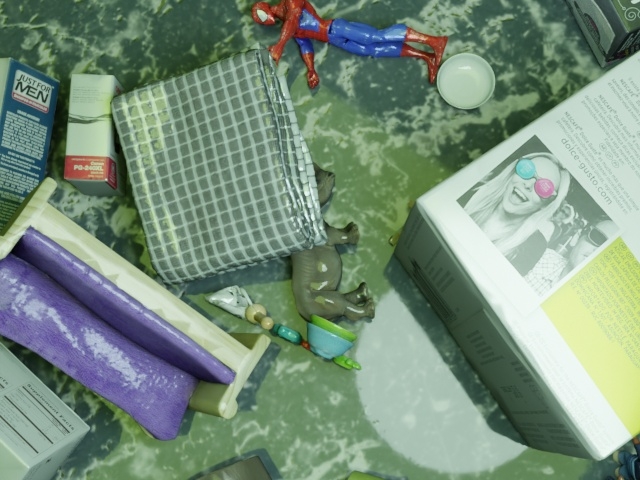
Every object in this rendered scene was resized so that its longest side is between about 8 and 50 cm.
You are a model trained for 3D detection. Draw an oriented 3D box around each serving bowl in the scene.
[{"bbox_3d":[0.208,-0.226,1.350,0.083,0.027,0.083,0,82,1],"label":"serving bowl"}]

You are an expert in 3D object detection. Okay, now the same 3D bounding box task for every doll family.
[{"bbox_3d":[0.417,0.354,1.217,0.076,0.111,0.193,-19,81,-2],"label":"doll family"}]

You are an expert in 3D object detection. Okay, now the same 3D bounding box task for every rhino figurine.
[{"bbox_3d":[0.000,0.000,1.297,0.106,0.073,0.243,-11,80,-4],"label":"rhino figurine"}]

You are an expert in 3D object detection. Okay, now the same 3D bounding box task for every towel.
[{"bbox_3d":[-0.138,-0.099,1.239,0.235,0.121,0.284,-16,88,23],"label":"towel"}]

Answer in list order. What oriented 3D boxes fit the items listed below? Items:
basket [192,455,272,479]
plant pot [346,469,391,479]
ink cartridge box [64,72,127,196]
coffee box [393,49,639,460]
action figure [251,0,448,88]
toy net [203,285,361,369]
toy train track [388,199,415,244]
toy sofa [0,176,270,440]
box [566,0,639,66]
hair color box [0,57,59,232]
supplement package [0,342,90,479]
[{"bbox_3d":[-0.097,0.406,1.200,0.204,0.154,0.227,-24,78,10],"label":"basket"},{"bbox_3d":[0.070,0.345,1.247,0.079,0.083,0.083,21,82,17],"label":"plant pot"},{"bbox_3d":[-0.308,-0.146,1.303,0.063,0.109,0.151,2,81,2],"label":"ink cartridge box"},{"bbox_3d":[0.329,0.029,1.152,0.334,0.337,0.338,-34,82,-6],"label":"coffee box"},{"bbox_3d":[0.025,-0.261,1.324,0.280,0.091,0.139,19,73,3],"label":"action figure"},{"bbox_3d":[-0.050,0.109,1.271,0.232,0.122,0.045,22,83,25],"label":"toy net"},{"bbox_3d":[0.128,-0.027,1.327,0.083,0.014,0.048,-46,106,1],"label":"toy train track"},{"bbox_3d":[-0.261,0.101,1.169,0.362,0.150,0.177,39,69,-18],"label":"toy sofa"},{"bbox_3d":[0.411,-0.395,1.305,0.142,0.163,0.247,-24,82,1],"label":"box"},{"bbox_3d":[-0.477,-0.065,1.267,0.173,0.105,0.347,2,80,26],"label":"hair color box"},{"bbox_3d":[-0.465,0.281,1.181,0.204,0.145,0.262,41,107,6],"label":"supplement package"}]
